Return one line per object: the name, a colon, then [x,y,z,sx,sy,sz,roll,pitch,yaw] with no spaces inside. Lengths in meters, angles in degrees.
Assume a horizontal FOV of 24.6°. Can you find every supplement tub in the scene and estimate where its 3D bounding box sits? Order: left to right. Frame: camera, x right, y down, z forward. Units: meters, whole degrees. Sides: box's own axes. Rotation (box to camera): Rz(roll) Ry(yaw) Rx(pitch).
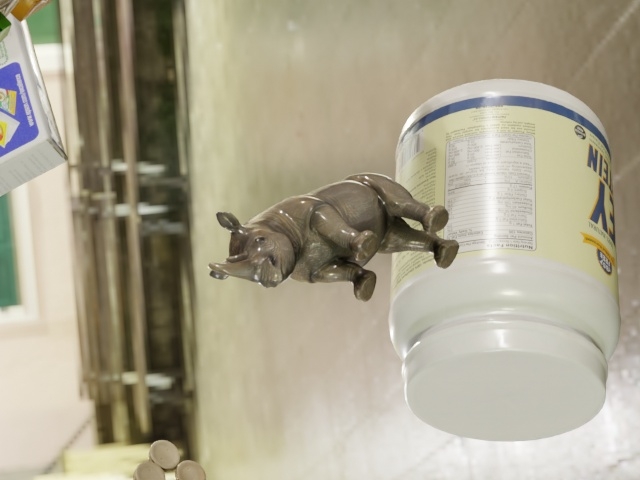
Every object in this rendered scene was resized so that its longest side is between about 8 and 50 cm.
supplement tub: [0.191,0.021,1.529,0.235,0.235,0.325,103,173,-57]

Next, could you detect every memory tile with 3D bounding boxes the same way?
memory tile: [-0.169,0.296,1.613,0.012,0.113,0.148,-52,1,41]

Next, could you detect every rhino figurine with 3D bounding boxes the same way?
rhino figurine: [0.000,0.000,1.134,0.106,0.243,0.073,28,118,34]

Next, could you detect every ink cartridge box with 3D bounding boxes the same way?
ink cartridge box: [-0.495,-0.148,1.866,0.072,0.307,0.304,56,-171,-52]

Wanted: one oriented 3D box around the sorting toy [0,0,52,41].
sorting toy: [-0.310,-0.222,1.413,0.229,0.041,0.307,-45,3,39]
